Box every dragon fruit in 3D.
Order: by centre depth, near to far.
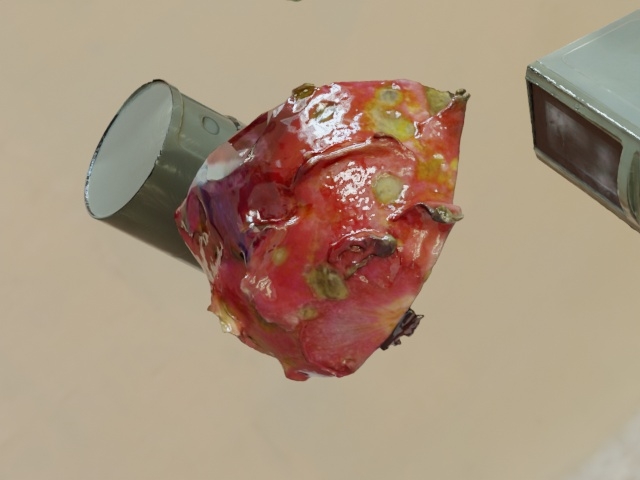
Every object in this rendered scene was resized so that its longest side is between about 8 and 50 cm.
[{"bbox_3d":[-0.007,0.002,1.303,0.126,0.274,0.161,14,48,-36],"label":"dragon fruit"}]

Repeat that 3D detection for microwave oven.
[{"bbox_3d":[0.311,-0.100,1.724,0.205,0.163,0.129,43,-28,45],"label":"microwave oven"}]

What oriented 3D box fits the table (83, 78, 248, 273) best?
[{"bbox_3d":[-0.068,-0.028,1.526,0.220,0.126,0.126,27,6,-29],"label":"table"}]
